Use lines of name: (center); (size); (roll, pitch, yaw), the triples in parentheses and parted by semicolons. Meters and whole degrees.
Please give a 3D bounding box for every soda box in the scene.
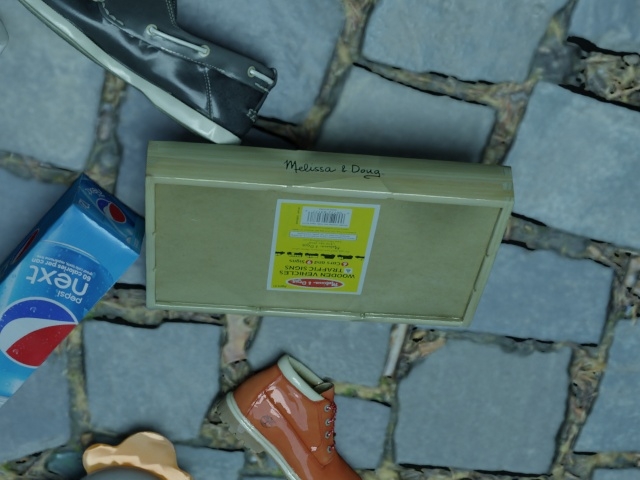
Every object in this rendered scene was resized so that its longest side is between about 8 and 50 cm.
soda box: (-0.230, 0.051, 0.963); (0.067, 0.071, 0.210); (39, 106, -18)

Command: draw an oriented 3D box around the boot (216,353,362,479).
boot: (-0.004, 0.166, 1.040); (0.084, 0.059, 0.158); (-43, 109, 9)

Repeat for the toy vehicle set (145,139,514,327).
toy vehicle set: (0.000, 0.000, 0.935); (0.267, 0.035, 0.166); (4, 142, -6)

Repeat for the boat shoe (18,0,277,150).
boat shoe: (-0.138, -0.156, 0.882); (0.233, 0.084, 0.079); (34, 91, -16)

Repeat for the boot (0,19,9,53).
boot: (-0.319, -0.171, 0.869); (0.190, 0.069, 0.086); (37, 114, -10)

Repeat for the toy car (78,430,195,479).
toy car: (-0.201, 0.266, 1.022); (0.210, 0.219, 0.238); (21, 82, -12)
